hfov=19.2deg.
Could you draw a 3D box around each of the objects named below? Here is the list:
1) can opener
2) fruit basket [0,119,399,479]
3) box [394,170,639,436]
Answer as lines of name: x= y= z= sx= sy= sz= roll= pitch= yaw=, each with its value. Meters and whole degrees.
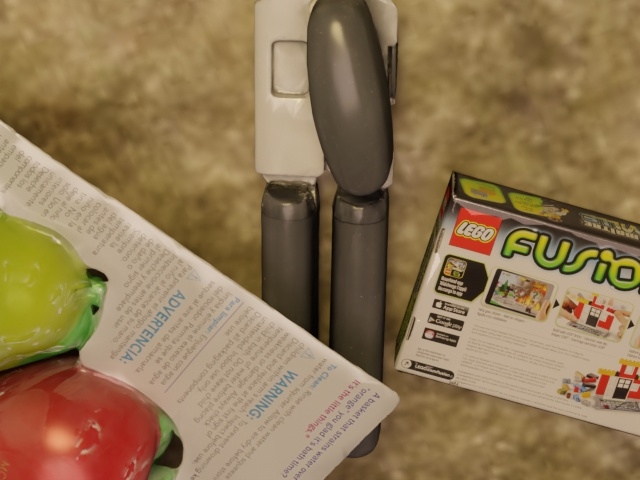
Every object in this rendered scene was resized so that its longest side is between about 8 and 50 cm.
can opener: x=0.000 y=0.000 z=1.006 sx=0.076 sy=0.095 sz=0.283 roll=3 pitch=115 yaw=4
fruit basket: x=-0.190 y=0.087 z=1.038 sx=0.353 sy=0.165 sz=0.327 roll=32 pitch=117 yaw=-18
box: x=0.155 y=0.044 z=1.047 sx=0.207 sy=0.036 sz=0.114 roll=16 pitch=115 yaw=-3
